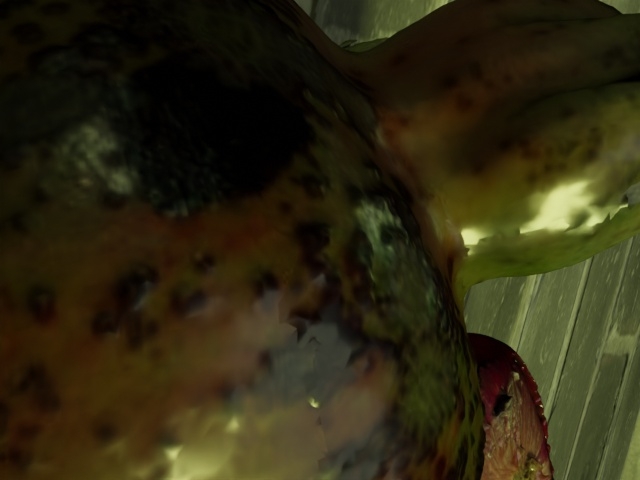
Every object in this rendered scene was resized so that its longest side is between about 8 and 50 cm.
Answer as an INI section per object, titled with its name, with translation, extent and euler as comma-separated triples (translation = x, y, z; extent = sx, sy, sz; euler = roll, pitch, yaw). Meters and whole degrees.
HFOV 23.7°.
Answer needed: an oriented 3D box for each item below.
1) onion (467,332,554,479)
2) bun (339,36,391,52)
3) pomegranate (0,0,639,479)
[onion]
translation = 0.095, 0.191, 1.159
extent = 0.248, 0.161, 0.248
euler = 8, 90, -76
[bun]
translation = 0.000, 0.000, 0.813
extent = 0.239, 0.141, 0.239
euler = 19, 90, -75
[pomegranate]
translation = -0.024, 0.010, 0.491
extent = 0.340, 0.285, 0.285
euler = -25, 149, 0
